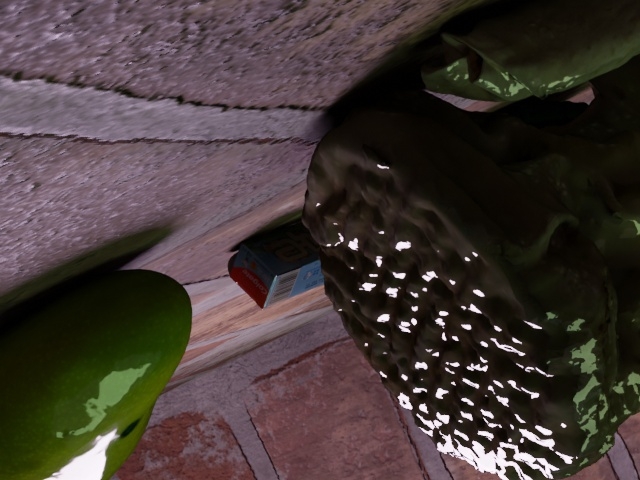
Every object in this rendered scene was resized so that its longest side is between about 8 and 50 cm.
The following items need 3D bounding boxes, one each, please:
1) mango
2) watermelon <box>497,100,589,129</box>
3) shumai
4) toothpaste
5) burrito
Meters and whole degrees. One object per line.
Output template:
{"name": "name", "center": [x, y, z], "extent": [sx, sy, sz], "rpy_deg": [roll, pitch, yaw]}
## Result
{"name": "mango", "center": [-0.199, 0.120, 1.235], "extent": [0.175, 0.143, 0.293], "rpy_deg": [-22, 165, -43]}
{"name": "watermelon", "center": [0.162, -0.038, 1.392], "extent": [0.204, 0.127, 0.232], "rpy_deg": [-23, 170, 16]}
{"name": "shumai", "center": [0.155, -0.006, 1.061], "extent": [0.262, 0.267, 0.314], "rpy_deg": [-37, 142, -25]}
{"name": "toothpaste", "center": [0.000, 0.000, 1.449], "extent": [0.193, 0.070, 0.044], "rpy_deg": [-20, 143, -42]}
{"name": "burrito", "center": [0.185, -0.135, 0.915], "extent": [0.275, 0.059, 0.082], "rpy_deg": [-23, -172, -22]}
